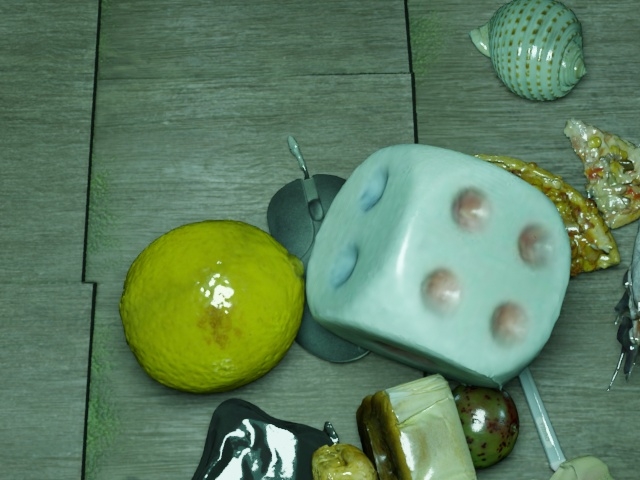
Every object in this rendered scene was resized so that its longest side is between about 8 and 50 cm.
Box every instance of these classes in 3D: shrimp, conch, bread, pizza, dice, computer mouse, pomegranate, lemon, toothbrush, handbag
[{"bbox_3d":[0.502,0.072,1.489,0.116,0.145,0.343,10,67,31],"label":"shrimp"},{"bbox_3d":[0.338,-0.318,1.601,0.200,0.131,0.172,33,78,9],"label":"conch"},{"bbox_3d":[0.125,0.302,1.391,0.109,0.192,0.210,-9,76,-16],"label":"bread"},{"bbox_3d":[0.462,-0.127,1.586,0.185,0.052,0.195,-42,77,-13],"label":"pizza"},{"bbox_3d":[0.320,-0.038,1.544,0.305,0.085,0.161,31,78,11],"label":"pizza"},{"bbox_3d":[0.041,0.389,1.383,0.083,0.114,0.211,-8,100,-14],"label":"bread"},{"bbox_3d":[0.156,0.035,1.377,0.268,0.264,0.263,25,78,-22],"label":"dice"},{"bbox_3d":[0.000,0.000,1.540,0.167,0.090,0.379,-16,72,-5],"label":"computer mouse"},{"bbox_3d":[0.220,0.261,1.441,0.130,0.130,0.130,0,74,1],"label":"pomegranate"},{"bbox_3d":[-0.155,0.094,1.428,0.267,0.267,0.267,0,74,1],"label":"lemon"},{"bbox_3d":[0.297,0.177,1.508,0.025,0.030,0.342,-24,74,19],"label":"toothbrush"},{"bbox_3d":[-0.109,0.389,1.432,0.191,0.075,0.332,21,73,5],"label":"handbag"}]

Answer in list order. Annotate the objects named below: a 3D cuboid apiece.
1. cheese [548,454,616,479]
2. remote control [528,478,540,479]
[{"bbox_3d":[0.442,0.419,1.407,0.286,0.082,0.163,28,63,-7],"label":"cheese"},{"bbox_3d":[0.313,0.407,1.441,0.074,0.032,0.122,-25,76,-6],"label":"remote control"}]
